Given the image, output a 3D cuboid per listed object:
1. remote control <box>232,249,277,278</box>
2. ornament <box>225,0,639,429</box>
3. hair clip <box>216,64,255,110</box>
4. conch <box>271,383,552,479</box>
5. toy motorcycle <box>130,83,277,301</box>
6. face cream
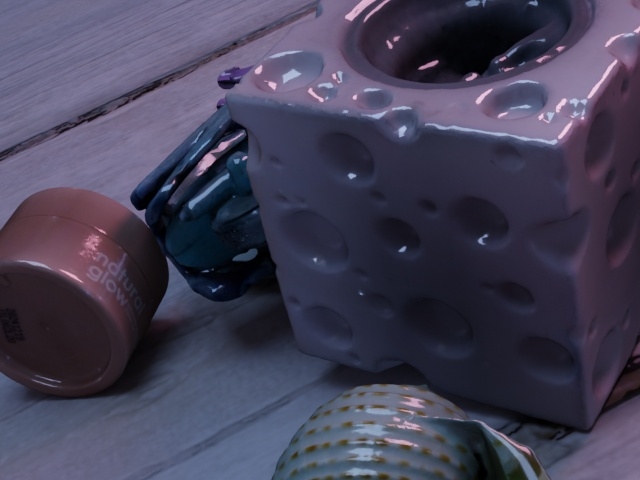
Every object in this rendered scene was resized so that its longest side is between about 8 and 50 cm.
[{"bbox_3d":[0.000,-0.001,1.124,0.256,0.045,0.097,0,43,26],"label":"remote control"},{"bbox_3d":[0.116,-0.054,0.916,0.239,0.239,0.240,13,44,31],"label":"ornament"},{"bbox_3d":[0.029,-0.178,1.351,0.278,0.090,0.137,-21,43,16],"label":"hair clip"},{"bbox_3d":[0.051,0.180,0.731,0.172,0.131,0.200,10,80,9],"label":"conch"},{"bbox_3d":[-0.038,-0.065,1.077,0.206,0.154,0.260,-14,26,45],"label":"toy motorcycle"},{"bbox_3d":[-0.212,0.043,1.082,0.149,0.149,0.104,-7,35,23],"label":"face cream"}]
